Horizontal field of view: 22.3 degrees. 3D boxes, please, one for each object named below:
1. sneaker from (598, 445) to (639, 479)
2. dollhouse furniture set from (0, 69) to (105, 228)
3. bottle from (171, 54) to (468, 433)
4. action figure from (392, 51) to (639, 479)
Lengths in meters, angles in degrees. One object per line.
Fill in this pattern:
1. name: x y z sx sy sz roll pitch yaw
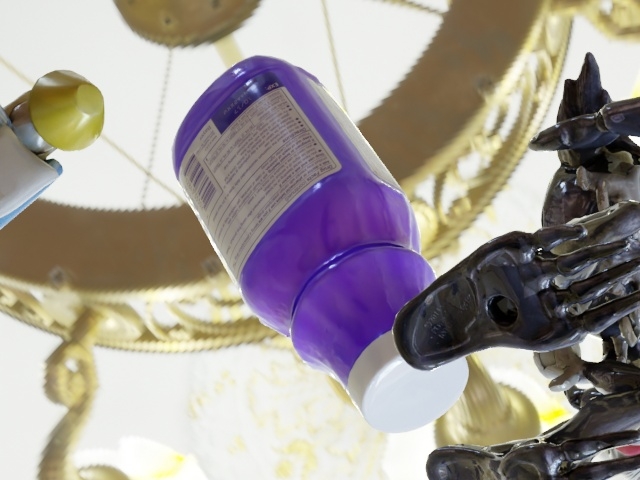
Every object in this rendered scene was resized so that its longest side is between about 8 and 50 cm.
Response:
1. sneaker: 0.268 0.137 0.885 0.121 0.299 0.112 -42 -137 30
2. dollhouse furniture set: -0.253 -0.090 0.729 0.303 0.286 0.198 -42 -163 -35
3. bottle: 0.000 0.000 0.999 0.118 0.092 0.283 -49 -137 14
4. action figure: 0.132 0.016 0.623 0.141 0.276 0.164 -4 -74 26
